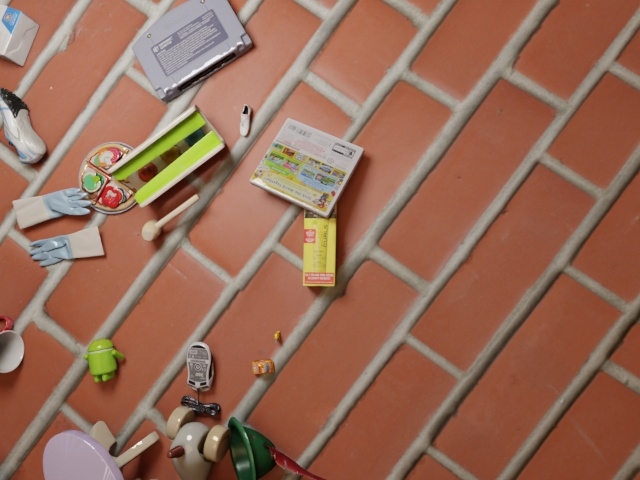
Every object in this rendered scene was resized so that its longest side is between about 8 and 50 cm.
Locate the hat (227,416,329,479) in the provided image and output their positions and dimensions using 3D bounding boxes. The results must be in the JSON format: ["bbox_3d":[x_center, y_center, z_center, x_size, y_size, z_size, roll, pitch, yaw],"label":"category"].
[{"bbox_3d":[-0.120,0.530,1.194,0.183,0.173,0.209,-9,77,-30],"label":"hat"}]

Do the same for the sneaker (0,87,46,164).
[{"bbox_3d":[-0.851,-0.321,1.304,0.086,0.085,0.237,-31,81,12],"label":"sneaker"}]

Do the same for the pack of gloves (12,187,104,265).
[{"bbox_3d":[-0.718,-0.038,1.303,0.231,0.046,0.195,-10,98,9],"label":"pack of gloves"}]

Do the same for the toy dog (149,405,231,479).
[{"bbox_3d":[-0.327,0.585,1.137,0.220,0.161,0.334,-10,89,22],"label":"toy dog"}]

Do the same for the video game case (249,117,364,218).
[{"bbox_3d":[-0.034,-0.188,1.191,0.226,0.026,0.206,25,75,13],"label":"video game case"}]

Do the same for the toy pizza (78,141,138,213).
[{"bbox_3d":[-0.577,-0.174,1.288,0.201,0.032,0.202,0,87,7],"label":"toy pizza"}]

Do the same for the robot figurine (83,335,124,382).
[{"bbox_3d":[-0.582,0.315,1.247,0.101,0.067,0.115,-12,86,14],"label":"robot figurine"}]

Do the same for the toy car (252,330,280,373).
[{"bbox_3d":[-0.144,0.292,1.209,0.060,0.040,0.122,11,89,7],"label":"toy car"}]

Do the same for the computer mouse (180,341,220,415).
[{"bbox_3d":[-0.311,0.358,1.228,0.105,0.042,0.193,4,93,12],"label":"computer mouse"}]

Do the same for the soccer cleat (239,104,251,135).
[{"bbox_3d":[-0.202,-0.322,1.248,0.029,0.035,0.083,11,88,7],"label":"soccer cleat"}]

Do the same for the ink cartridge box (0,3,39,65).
[{"bbox_3d":[-0.943,-0.606,1.329,0.230,0.078,0.134,22,89,7],"label":"ink cartridge box"}]

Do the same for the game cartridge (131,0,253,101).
[{"bbox_3d":[-0.352,-0.535,1.269,0.294,0.060,0.196,-30,88,4],"label":"game cartridge"}]

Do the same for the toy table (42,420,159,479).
[{"bbox_3d":[-0.542,0.583,1.175,0.252,0.161,0.274,-29,82,9],"label":"toy table"}]

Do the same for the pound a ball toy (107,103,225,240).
[{"bbox_3d":[-0.391,-0.178,1.234,0.319,0.136,0.208,-37,112,2],"label":"pound a ball toy"}]

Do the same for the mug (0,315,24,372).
[{"bbox_3d":[-0.920,0.296,1.285,0.169,0.150,0.113,-6,123,11],"label":"mug"}]

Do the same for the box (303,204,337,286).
[{"bbox_3d":[0.000,0.000,1.197,0.087,0.058,0.233,2,88,6],"label":"box"}]
